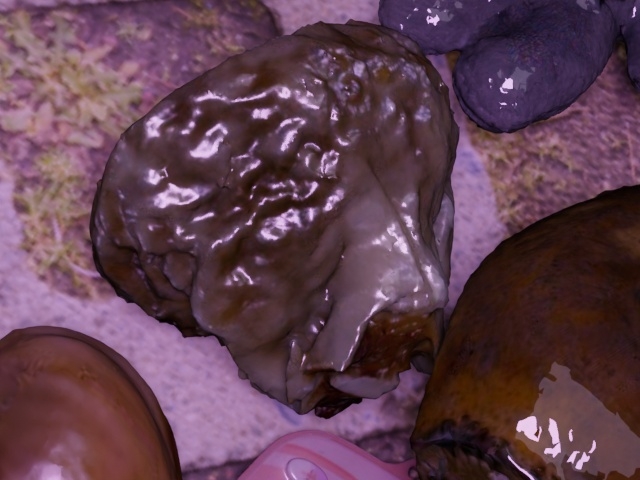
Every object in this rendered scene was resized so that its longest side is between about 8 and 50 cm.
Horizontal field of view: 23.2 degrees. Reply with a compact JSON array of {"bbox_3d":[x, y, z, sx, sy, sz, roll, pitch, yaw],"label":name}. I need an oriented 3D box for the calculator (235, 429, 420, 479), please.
[{"bbox_3d":[-0.013,0.276,0.973,0.220,0.048,0.329,35,66,-4],"label":"calculator"}]

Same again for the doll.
[{"bbox_3d":[0.207,-0.208,1.090,0.340,0.158,0.246,-30,76,-32],"label":"doll"}]

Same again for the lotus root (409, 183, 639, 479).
[{"bbox_3d":[0.186,0.107,0.962,0.260,0.149,0.267,-16,90,-45],"label":"lotus root"}]

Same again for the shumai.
[{"bbox_3d":[-0.001,-0.002,0.976,0.256,0.189,0.218,-27,83,-16],"label":"shumai"}]

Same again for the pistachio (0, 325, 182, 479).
[{"bbox_3d":[-0.152,0.154,0.918,0.165,0.130,0.210,-5,71,-37],"label":"pistachio"}]
